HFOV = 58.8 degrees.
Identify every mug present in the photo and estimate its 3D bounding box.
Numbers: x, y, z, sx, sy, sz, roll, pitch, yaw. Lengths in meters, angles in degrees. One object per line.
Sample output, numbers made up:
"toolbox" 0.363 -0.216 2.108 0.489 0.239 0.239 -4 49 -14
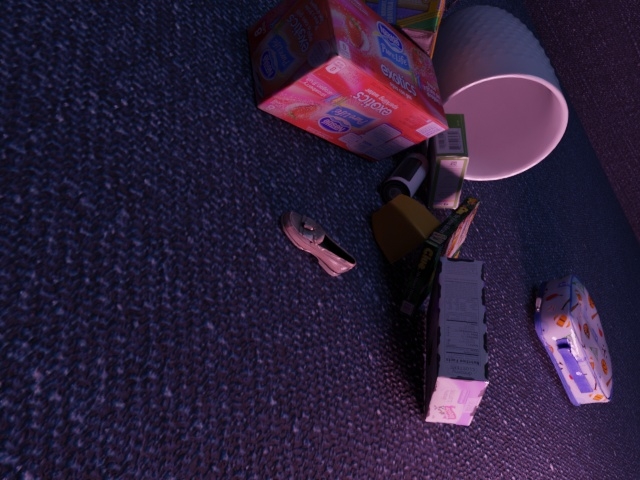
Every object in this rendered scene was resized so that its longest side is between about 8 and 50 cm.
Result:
"mug" 0.298 -0.349 1.200 0.374 0.276 0.328 13 50 -15

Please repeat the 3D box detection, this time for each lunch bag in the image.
"lunch bag" 0.633 0.248 1.428 0.303 0.115 0.243 57 38 -16

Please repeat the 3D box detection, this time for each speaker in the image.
"speaker" 0.154 -0.110 1.022 0.055 0.055 0.136 59 36 -13

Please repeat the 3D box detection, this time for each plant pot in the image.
"plant pot" 0.131 -0.027 0.926 0.083 0.081 0.081 53 35 1

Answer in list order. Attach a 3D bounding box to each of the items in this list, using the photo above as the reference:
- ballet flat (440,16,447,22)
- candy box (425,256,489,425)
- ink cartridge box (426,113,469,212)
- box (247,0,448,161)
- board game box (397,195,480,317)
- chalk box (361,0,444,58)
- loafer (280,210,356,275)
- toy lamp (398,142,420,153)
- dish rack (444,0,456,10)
"ballet flat" 0.270 -0.536 1.393 0.231 0.077 0.077 40 42 -35
"candy box" 0.200 0.153 0.853 0.165 0.070 0.196 86 10 -53
"ink cartridge box" 0.241 -0.135 1.109 0.209 0.062 0.109 82 10 -57
"box" 0.050 -0.244 0.869 0.300 0.154 0.142 14 61 -49
"board game box" 0.208 0.020 0.972 0.030 0.136 0.259 28 31 18
"chalk box" 0.101 -0.397 0.976 0.132 0.213 0.132 63 42 -78
"loafer" 0.000 0.000 0.762 0.125 0.039 0.045 44 42 -31
"toy lamp" 0.122 -0.296 1.063 0.080 0.080 0.275 -4 73 -54
"dish rack" 0.373 -0.799 1.683 0.208 0.074 0.271 56 36 -15
